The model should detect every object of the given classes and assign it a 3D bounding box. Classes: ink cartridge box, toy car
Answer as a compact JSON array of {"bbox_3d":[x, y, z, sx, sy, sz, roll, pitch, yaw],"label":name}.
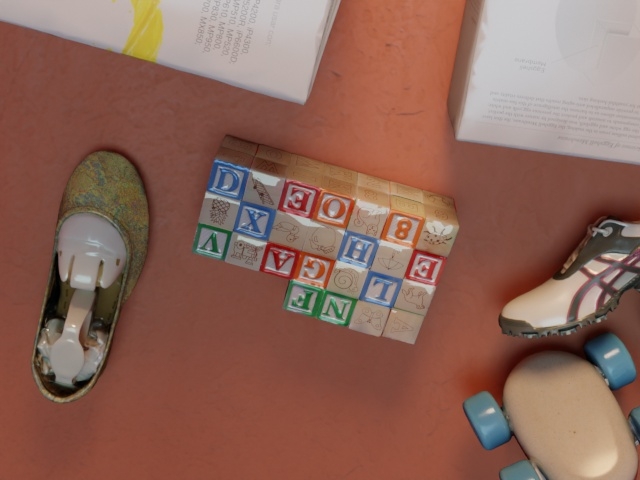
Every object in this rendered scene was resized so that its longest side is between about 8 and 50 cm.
[{"bbox_3d":[-0.164,-0.288,0.859,0.384,0.279,0.161,15,116,-4],"label":"ink cartridge box"},{"bbox_3d":[0.335,0.280,1.184,0.219,0.210,0.238,-25,141,0],"label":"toy car"}]

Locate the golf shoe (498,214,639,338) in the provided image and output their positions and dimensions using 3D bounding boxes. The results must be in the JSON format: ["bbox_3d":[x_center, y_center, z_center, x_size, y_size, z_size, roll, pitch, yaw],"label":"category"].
[{"bbox_3d":[0.339,0.034,1.098,0.272,0.105,0.120,-22,97,7],"label":"golf shoe"}]

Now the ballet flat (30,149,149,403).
[{"bbox_3d":[-0.296,0.061,1.126,0.123,0.123,0.349,17,115,-5],"label":"ballet flat"}]

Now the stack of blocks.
[{"bbox_3d":[0.000,0.000,1.093,0.297,0.087,0.171,16,116,-4],"label":"stack of blocks"}]

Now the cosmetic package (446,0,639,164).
[{"bbox_3d":[0.267,-0.216,0.947,0.223,0.138,0.225,8,114,-1],"label":"cosmetic package"}]
